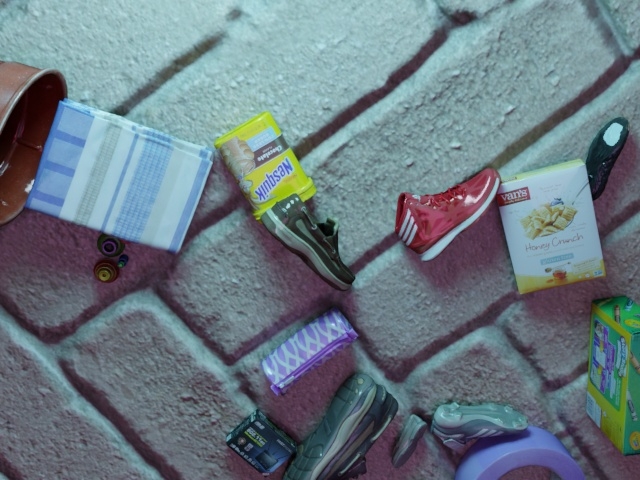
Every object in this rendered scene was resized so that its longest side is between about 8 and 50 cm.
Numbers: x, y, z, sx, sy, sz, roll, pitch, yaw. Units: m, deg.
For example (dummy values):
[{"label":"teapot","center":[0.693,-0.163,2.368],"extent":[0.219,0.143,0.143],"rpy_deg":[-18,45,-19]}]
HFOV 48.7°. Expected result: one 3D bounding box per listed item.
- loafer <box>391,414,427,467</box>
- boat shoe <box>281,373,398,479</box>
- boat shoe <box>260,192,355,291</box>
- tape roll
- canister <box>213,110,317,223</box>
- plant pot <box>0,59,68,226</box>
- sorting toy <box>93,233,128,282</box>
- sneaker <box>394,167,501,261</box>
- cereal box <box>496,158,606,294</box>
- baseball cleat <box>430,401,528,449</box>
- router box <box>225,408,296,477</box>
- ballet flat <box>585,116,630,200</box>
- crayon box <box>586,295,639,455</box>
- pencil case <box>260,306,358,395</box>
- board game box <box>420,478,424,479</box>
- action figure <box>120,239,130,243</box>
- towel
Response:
[{"label":"loafer","center":[0.186,0.433,1.527],"extent":[0.045,0.039,0.125],"rpy_deg":[12,113,-45]},{"label":"boat shoe","center":[0.040,0.447,1.462],"extent":[0.130,0.132,0.355],"rpy_deg":[30,103,-15]},{"label":"boat shoe","center":[0.004,0.004,1.300],"extent":[0.095,0.095,0.257],"rpy_deg":[-44,135,4]},{"label":"tape roll","center":[0.440,0.551,1.564],"extent":[0.274,0.090,0.275],"rpy_deg":[-2,109,-5]},{"label":"canister","center":[-0.102,-0.134,1.287],"extent":[0.126,0.073,0.170],"rpy_deg":[-30,107,3]},{"label":"plant pot","center":[-0.589,-0.196,1.126],"extent":[0.265,0.272,0.273],"rpy_deg":[22,104,-4]},{"label":"sorting toy","center":[-0.393,0.037,1.324],"extent":[0.061,0.042,0.102],"rpy_deg":[9,106,-9]},{"label":"sneaker","center":[0.230,-0.073,1.339],"extent":[0.128,0.087,0.221],"rpy_deg":[38,99,-18]},{"label":"cereal box","center":[0.447,-0.024,1.381],"extent":[0.172,0.047,0.240],"rpy_deg":[-14,110,14]},{"label":"baseball cleat","center":[0.337,0.401,1.524],"extent":[0.205,0.072,0.110],"rpy_deg":[9,120,-5]},{"label":"router box","center":[-0.124,0.426,1.484],"extent":[0.092,0.038,0.122],"rpy_deg":[-43,107,7]},{"label":"ballet flat","center":[0.549,-0.158,1.375],"extent":[0.049,0.057,0.173],"rpy_deg":[2,115,-50]},{"label":"crayon box","center":[0.626,0.275,1.455],"extent":[0.081,0.165,0.279],"rpy_deg":[-6,109,-5]},{"label":"pencil case","center":[-0.025,0.220,1.403],"extent":[0.206,0.088,0.086],"rpy_deg":[-40,110,6]},{"label":"board game box","center":[0.180,0.639,1.506],"extent":[0.194,0.194,0.060],"rpy_deg":[-39,108,7]},{"label":"action figure","center":[-0.348,-0.053,1.304],"extent":[0.030,0.038,0.115],"rpy_deg":[11,110,3]},{"label":"towel","center":[-0.347,-0.108,1.251],"extent":[0.284,0.034,0.209],"rpy_deg":[18,97,-23]}]
